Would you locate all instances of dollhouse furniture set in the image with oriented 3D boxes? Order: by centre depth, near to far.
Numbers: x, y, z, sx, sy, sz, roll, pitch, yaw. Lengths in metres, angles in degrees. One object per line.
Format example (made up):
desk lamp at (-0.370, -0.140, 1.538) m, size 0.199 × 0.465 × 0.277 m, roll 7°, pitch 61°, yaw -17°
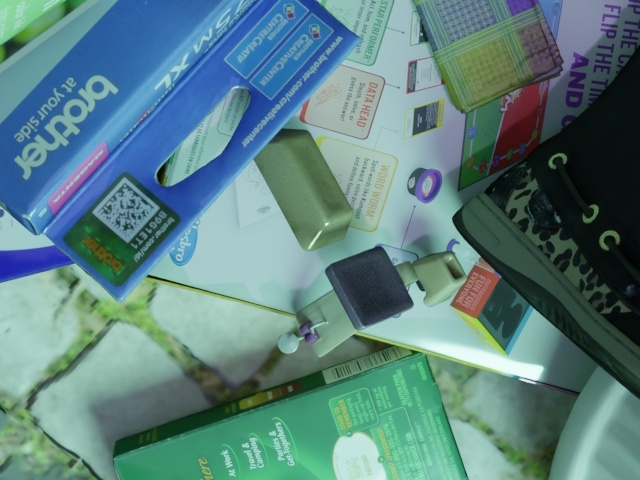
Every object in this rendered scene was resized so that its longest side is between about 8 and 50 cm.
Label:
dollhouse furniture set at (0.000, 0.000, 0.936) m, size 0.081 × 0.091 × 0.114 m, roll -36°, pitch 79°, yaw 43°

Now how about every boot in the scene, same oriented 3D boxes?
boot at (0.193, -0.007, 0.860) m, size 0.178 × 0.236 × 0.085 m, roll -49°, pitch 142°, yaw 1°

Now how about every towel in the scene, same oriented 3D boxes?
towel at (0.082, -0.110, 0.919) m, size 0.060 × 0.009 × 0.083 m, roll -25°, pitch 103°, yaw 1°

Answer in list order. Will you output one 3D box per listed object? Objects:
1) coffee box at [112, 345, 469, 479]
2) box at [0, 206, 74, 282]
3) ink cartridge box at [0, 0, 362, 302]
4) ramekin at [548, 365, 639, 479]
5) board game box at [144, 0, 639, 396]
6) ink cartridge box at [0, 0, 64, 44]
coffee box at (-0.013, 0.136, 1.015) m, size 0.184 × 0.040 × 0.113 m, roll -20°, pitch 103°, yaw -1°
box at (-0.181, -0.048, 0.942) m, size 0.126 × 0.072 × 0.137 m, roll -15°, pitch 104°, yaw -2°
ink cartridge box at (-0.151, -0.140, 0.870) m, size 0.311 × 0.065 × 0.186 m, roll 42°, pitch 81°, yaw 2°
ramekin at (0.264, 0.142, 0.956) m, size 0.273 × 0.127 × 0.272 m, roll -10°, pitch 118°, yaw -19°
board game box at (0.085, -0.056, 0.970) m, size 0.317 × 0.064 × 0.242 m, roll 17°, pitch 100°, yaw -9°
ink cartridge box at (-0.076, -0.270, 0.817) m, size 0.353 × 0.119 × 0.207 m, roll -38°, pitch 83°, yaw -21°
